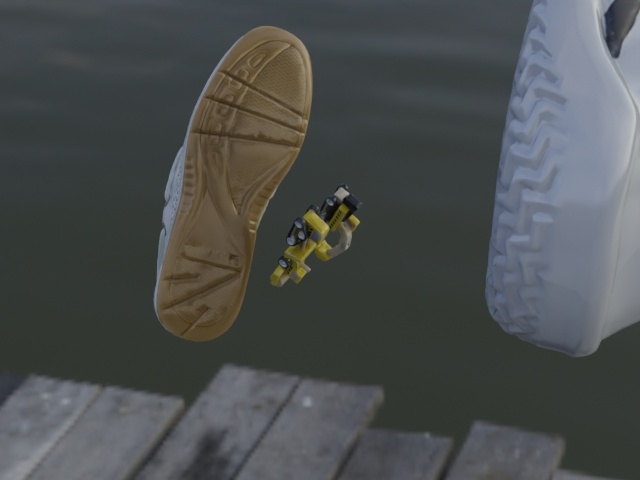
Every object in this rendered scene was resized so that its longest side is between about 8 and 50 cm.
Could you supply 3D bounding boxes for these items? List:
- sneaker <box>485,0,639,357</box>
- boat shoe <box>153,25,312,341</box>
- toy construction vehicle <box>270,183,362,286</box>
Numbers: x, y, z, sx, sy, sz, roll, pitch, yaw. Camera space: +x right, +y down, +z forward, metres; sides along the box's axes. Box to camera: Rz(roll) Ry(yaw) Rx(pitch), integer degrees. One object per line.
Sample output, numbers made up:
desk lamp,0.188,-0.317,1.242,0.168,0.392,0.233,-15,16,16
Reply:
sneaker,0.207,-0.088,0.430,0.210,0.137,0.366,26,62,20
boat shoe,-0.089,-0.052,1.202,0.098,0.277,0.096,22,-7,-18
toy construction vehicle,0.000,0.000,1.145,0.035,0.098,0.086,37,48,8
